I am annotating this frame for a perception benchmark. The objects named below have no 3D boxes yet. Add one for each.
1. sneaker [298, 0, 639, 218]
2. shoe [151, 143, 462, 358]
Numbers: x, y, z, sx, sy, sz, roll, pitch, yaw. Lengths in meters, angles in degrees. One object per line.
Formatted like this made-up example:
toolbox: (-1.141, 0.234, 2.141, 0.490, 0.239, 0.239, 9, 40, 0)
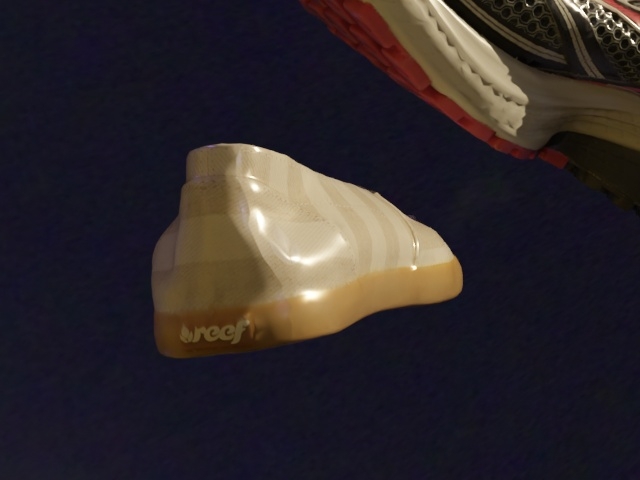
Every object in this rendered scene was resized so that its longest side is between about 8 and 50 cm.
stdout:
sneaker: (0.091, -0.092, 0.604, 0.112, 0.299, 0.121, -59, -140, 13)
shoe: (0.000, 0.000, 0.524, 0.076, 0.219, 0.058, -12, -92, 14)
